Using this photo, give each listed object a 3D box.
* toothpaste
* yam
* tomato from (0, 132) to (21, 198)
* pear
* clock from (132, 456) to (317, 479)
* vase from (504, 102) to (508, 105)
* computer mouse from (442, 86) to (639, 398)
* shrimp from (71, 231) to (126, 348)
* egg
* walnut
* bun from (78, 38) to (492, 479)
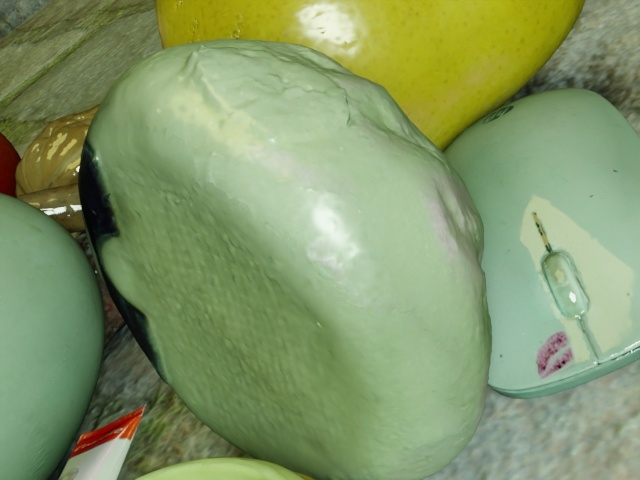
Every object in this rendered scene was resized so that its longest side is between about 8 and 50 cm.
[{"bbox_3d":[-0.131,0.148,0.591,0.048,0.031,0.190,-28,21,19],"label":"toothpaste"},{"bbox_3d":[-0.134,-0.046,1.019,0.263,0.046,0.046,-13,21,-14],"label":"yam"},{"bbox_3d":[-0.440,0.005,1.228,0.298,0.299,0.226,-31,46,5],"label":"tomato"},{"bbox_3d":[0.037,-0.172,0.932,0.336,0.285,0.285,9,34,4],"label":"pear"},{"bbox_3d":[-0.073,0.228,0.545,0.286,0.117,0.348,-40,25,-14],"label":"clock"},{"bbox_3d":[0.082,-0.147,1.088,0.214,0.086,0.086,1,41,44],"label":"vase"},{"bbox_3d":[0.146,-0.020,0.758,0.159,0.097,0.288,-24,26,14],"label":"computer mouse"},{"bbox_3d":[-0.170,-0.005,1.086,0.343,0.116,0.145,-47,27,-11],"label":"shrimp"},{"bbox_3d":[-0.335,0.119,0.862,0.389,0.276,0.276,-40,25,-28],"label":"egg"},{"bbox_3d":[-0.227,-0.068,1.215,0.155,0.155,0.184,-10,20,41],"label":"walnut"},{"bbox_3d":[0.000,0.000,0.690,0.187,0.293,0.293,-42,26,-30],"label":"bun"}]
